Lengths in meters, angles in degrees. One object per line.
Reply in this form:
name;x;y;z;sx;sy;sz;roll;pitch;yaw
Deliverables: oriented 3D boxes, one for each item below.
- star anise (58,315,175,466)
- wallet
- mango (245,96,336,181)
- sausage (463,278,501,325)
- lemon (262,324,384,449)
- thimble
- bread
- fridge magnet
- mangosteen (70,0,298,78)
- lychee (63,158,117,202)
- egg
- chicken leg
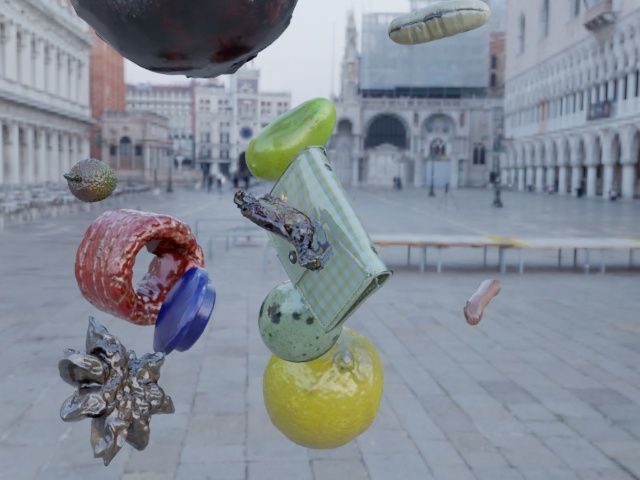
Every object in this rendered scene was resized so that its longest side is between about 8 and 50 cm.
star anise;-0.424;0.304;1.591;0.108;0.315;0.315;-18;-7;37
wallet;0.000;0.000;1.442;0.077;0.309;0.223;2;-39;-41
mango;-0.073;-0.259;1.986;0.273;0.149;0.185;-39;0;-7
sausage;0.319;0.117;1.500;0.043;0.043;0.186;4;19;26
lemon;0.007;0.361;1.899;0.336;0.335;0.336;1;5;0
thimble;-0.543;0.072;2.277;0.231;0.349;0.350;7;8;40
bread;0.236;-0.444;1.545;0.215;0.073;0.053;-7;28;24
fridge magnet;-0.373;0.196;2.064;0.113;0.265;0.265;29;-5;-21
mangosteen;-0.230;-0.457;1.185;0.381;0.421;0.381;-37;5;4
lychee;-0.575;-0.149;1.896;0.114;0.114;0.146;4;-3;30
egg;-0.035;0.161;1.592;0.177;0.176;0.228;-2;-26;-28
chicken leg;-0.059;-0.020;1.295;0.106;0.051;0.253;4;25;-42
